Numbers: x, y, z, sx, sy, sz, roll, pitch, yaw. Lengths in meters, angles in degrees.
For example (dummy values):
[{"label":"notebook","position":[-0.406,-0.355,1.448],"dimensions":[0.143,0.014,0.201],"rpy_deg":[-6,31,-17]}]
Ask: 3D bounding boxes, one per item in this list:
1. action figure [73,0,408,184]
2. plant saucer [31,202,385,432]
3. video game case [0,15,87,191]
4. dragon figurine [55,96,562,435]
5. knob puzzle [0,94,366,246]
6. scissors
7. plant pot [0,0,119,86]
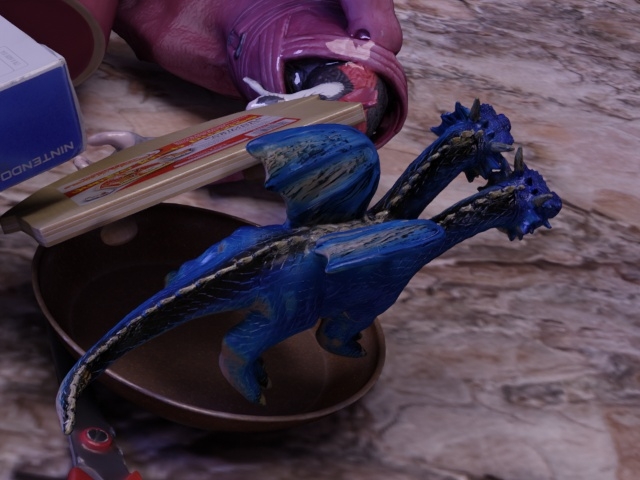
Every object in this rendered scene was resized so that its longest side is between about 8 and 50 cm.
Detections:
[{"label":"action figure","position":[-0.023,-0.128,0.862],"dimensions":[0.276,0.248,0.370],"rpy_deg":[28,18,-36]},{"label":"plant saucer","position":[-0.063,0.045,0.640],"dimensions":[0.199,0.036,0.198],"rpy_deg":[15,28,-8]},{"label":"video game case","position":[-0.297,-0.061,0.597],"dimensions":[0.269,0.061,0.244],"rpy_deg":[-28,43,-25]},{"label":"dragon figurine","position":[0.000,0.000,0.551],"dimensions":[0.289,0.144,0.085],"rpy_deg":[-9,55,-46]},{"label":"knob puzzle","position":[-0.082,-0.036,0.643],"dimensions":[0.213,0.030,0.213],"rpy_deg":[-18,14,5]},{"label":"scissors","position":[-0.096,0.112,0.548],"dimensions":[0.109,0.021,0.297],"rpy_deg":[13,24,-14]},{"label":"plant pot","position":[-0.221,-0.213,0.846],"dimensions":[0.201,0.201,0.180],"rpy_deg":[4,58,-18]}]
